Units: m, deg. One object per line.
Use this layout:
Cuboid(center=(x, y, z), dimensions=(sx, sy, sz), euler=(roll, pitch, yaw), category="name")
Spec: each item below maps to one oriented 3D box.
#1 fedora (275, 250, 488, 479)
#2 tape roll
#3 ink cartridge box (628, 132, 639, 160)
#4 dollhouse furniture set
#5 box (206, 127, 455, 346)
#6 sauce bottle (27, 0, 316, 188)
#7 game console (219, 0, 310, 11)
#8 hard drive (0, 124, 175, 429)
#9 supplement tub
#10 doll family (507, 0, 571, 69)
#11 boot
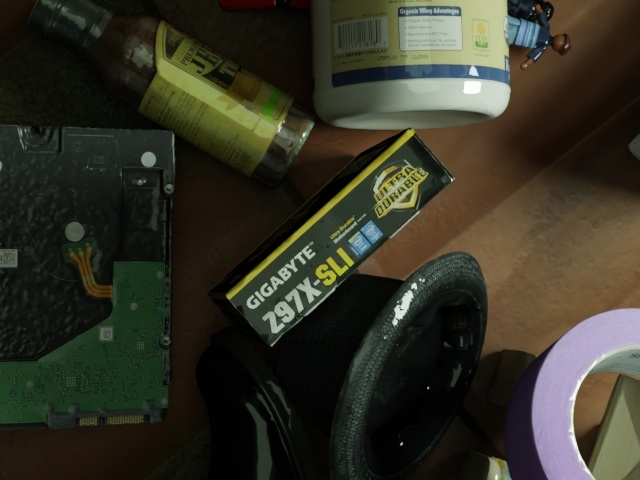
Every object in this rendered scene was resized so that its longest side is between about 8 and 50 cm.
Cuboid(center=(0.055, 0.134, 1.693), dimensions=(0.152, 0.334, 0.334), euler=(22, 84, 26), category="fedora")
Cuboid(center=(0.343, 0.217, 1.639), dimensions=(0.274, 0.090, 0.275), euler=(5, 67, -11), category="tape roll")
Cuboid(center=(0.517, -0.176, 1.783), dimensions=(0.273, 0.197, 0.114), euler=(-45, 93, -6), category="ink cartridge box")
Cuboid(center=(0.340, 0.359, 1.708), dimensions=(0.362, 0.256, 0.394), euler=(21, 85, -6), category="dollhouse furniture set")
Cuboid(center=(0.000, 0.000, 1.651), dimensions=(0.257, 0.322, 0.079), euler=(-41, 94, -6), category="box")
Cuboid(center=(-0.173, -0.187, 1.744), dimensions=(0.344, 0.111, 0.111), euler=(30, 84, -6), category="sauce bottle")
Cuboid(center=(-0.047, -0.344, 1.816), dimensions=(0.124, 0.085, 0.144), euler=(3, 87, -38), category="game console")
Cuboid(center=(-0.286, 0.040, 1.707), dimensions=(0.236, 0.064, 0.339), euler=(-1, 92, -23), category="hard drive")
Cuboid(center=(0.099, -0.293, 1.723), dimensions=(0.228, 0.228, 0.316), euler=(-1, 88, -7), category="supplement tub")
Cuboid(center=(0.257, -0.299, 1.824), dimensions=(0.111, 0.076, 0.193), euler=(14, 91, -10), category="doll family")
Cuboid(center=(-0.130, 0.296, 1.691), dimensions=(0.260, 0.131, 0.348), euler=(-22, 87, -18), category="boot")
